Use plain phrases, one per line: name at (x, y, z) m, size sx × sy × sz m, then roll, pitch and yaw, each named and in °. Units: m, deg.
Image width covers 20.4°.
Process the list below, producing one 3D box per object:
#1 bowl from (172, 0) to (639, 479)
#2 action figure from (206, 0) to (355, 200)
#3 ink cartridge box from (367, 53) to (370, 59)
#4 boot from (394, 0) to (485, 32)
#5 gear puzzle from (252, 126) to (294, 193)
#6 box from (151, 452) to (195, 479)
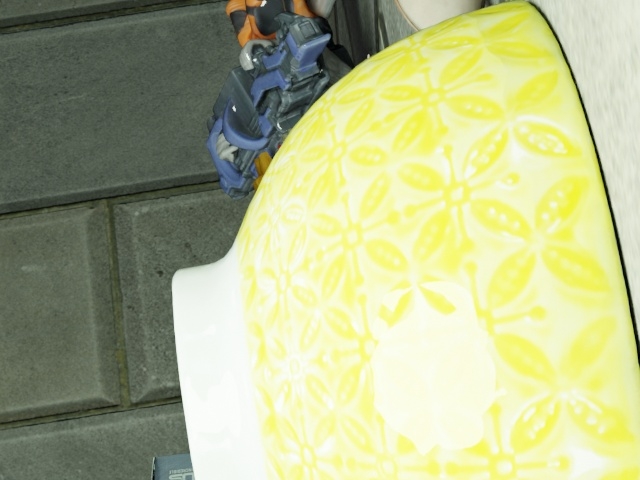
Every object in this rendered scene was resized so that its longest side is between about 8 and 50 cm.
bowl at (0.026, 0.057, 0.713) m, size 0.289 × 0.156 × 0.289 m, roll 171°, pitch 90°, yaw -89°
action figure at (-0.008, -0.180, 1.638) m, size 0.341 × 0.179 × 0.330 m, roll 143°, pitch 112°, yaw -69°
ink cartridge box at (0.056, -0.081, 1.343) m, size 0.063 × 0.029 × 0.115 m, roll 91°, pitch 172°, yaw -85°
boot at (0.049, -0.154, 0.795) m, size 0.118 × 0.042 × 0.087 m, roll -100°, pitch 4°, yaw -45°
gear puzzle at (0.000, 0.000, 1.485) m, size 0.339 × 0.044 × 0.175 m, roll 45°, pitch 156°, yaw 59°
box at (0.001, 0.230, 1.328) m, size 0.059 × 0.233 × 0.183 m, roll -96°, pitch -1°, yaw -53°
